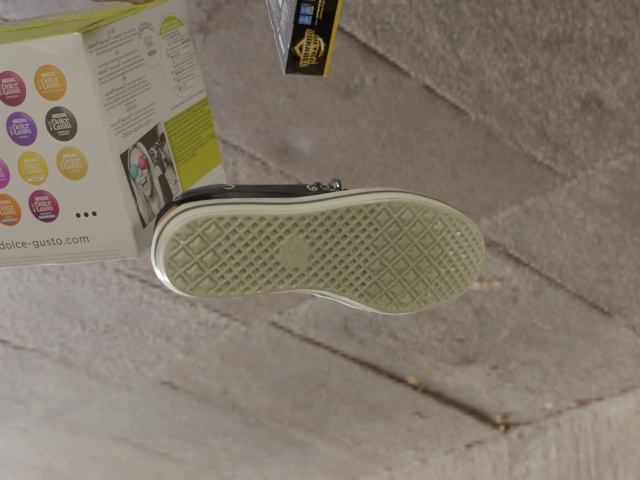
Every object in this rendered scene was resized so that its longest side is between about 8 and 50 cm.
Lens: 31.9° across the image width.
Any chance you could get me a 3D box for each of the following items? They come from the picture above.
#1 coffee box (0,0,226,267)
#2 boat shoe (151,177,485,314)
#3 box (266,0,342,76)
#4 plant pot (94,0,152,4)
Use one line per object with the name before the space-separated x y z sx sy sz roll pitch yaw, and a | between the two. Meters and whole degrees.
coffee box | -0.388 -0.175 1.736 0.338 0.338 0.334 -4 110 21
boat shoe | 0.000 0.000 1.573 0.500 0.156 0.187 1 108 -22
box | -0.027 -0.454 1.784 0.079 0.322 0.257 2 130 -14
plant pot | -0.232 -0.473 1.395 0.334 0.305 0.334 13 147 9
